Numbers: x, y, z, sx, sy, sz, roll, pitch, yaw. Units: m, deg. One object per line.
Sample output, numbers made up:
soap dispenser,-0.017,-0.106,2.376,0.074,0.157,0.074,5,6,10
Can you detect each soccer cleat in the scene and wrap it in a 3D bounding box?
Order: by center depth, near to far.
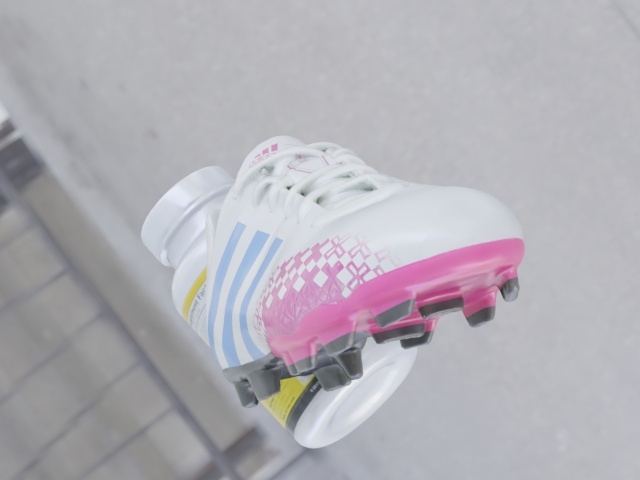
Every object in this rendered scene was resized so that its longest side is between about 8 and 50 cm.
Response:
soccer cleat,0.000,0.000,1.032,0.331,0.116,0.143,146,111,-66

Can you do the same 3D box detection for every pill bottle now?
pill bottle,-0.031,0.039,1.252,0.184,0.103,0.103,46,154,19
